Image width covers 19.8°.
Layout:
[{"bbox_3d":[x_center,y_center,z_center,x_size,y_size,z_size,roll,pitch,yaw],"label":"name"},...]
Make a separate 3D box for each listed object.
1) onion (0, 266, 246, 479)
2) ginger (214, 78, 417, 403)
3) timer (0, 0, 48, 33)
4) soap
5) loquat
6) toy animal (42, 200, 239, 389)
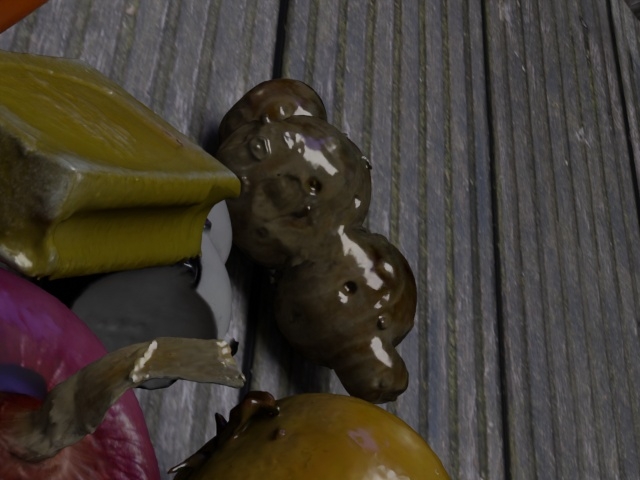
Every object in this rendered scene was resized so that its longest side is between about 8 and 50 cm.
[{"bbox_3d":[-0.256,0.150,1.149,0.358,0.345,0.358,14,36,-10],"label":"onion"},{"bbox_3d":[0.000,0.000,1.945,0.375,0.176,0.256,63,9,4],"label":"ginger"},{"bbox_3d":[-0.359,-0.235,1.397,0.257,0.250,0.161,52,26,-20],"label":"timer"},{"bbox_3d":[-0.202,-0.064,1.374,0.199,0.091,0.315,36,11,16],"label":"soap"},{"bbox_3d":[-0.014,0.252,1.538,0.275,0.275,0.275,44,30,-34],"label":"loquat"},{"bbox_3d":[-0.163,-0.001,1.628,0.187,0.165,0.235,70,13,-46],"label":"toy animal"}]
